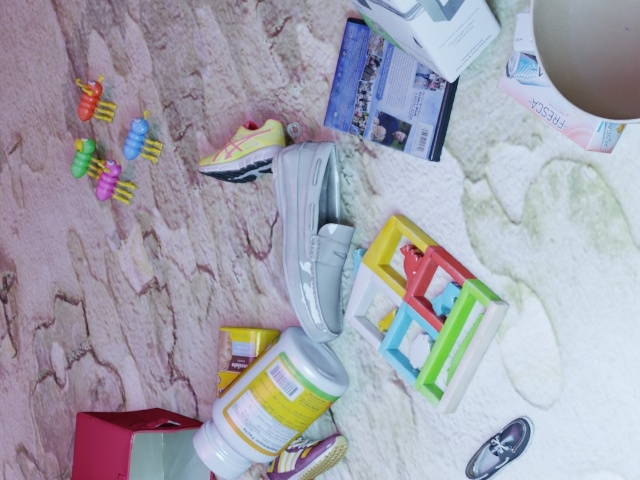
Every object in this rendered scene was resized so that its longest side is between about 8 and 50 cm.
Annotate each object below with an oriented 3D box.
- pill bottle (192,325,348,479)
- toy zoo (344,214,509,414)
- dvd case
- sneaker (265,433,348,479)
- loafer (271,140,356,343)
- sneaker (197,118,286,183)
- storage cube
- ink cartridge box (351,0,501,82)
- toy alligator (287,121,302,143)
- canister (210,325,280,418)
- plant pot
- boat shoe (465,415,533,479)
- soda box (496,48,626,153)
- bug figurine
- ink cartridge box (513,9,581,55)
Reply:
[{"bbox_3d":[-0.084,0.262,1.945,0.245,0.136,0.136,-45,55,15],"label":"pill bottle"},{"bbox_3d":[0.137,0.094,1.834,0.293,0.030,0.192,44,119,40],"label":"toy zoo"},{"bbox_3d":[0.109,-0.235,1.891,0.253,0.022,0.180,24,104,46],"label":"dvd case"},{"bbox_3d":[-0.031,0.344,1.979,0.185,0.069,0.084,-45,62,35],"label":"sneaker"},{"bbox_3d":[0.000,0.000,1.934,0.111,0.112,0.320,-11,87,25],"label":"loafer"},{"bbox_3d":[-0.130,-0.156,2.120,0.208,0.081,0.094,-10,73,41],"label":"sneaker"},{"bbox_3d":[-0.321,0.413,2.212,0.193,0.183,0.215,8,94,48],"label":"storage cube"},{"bbox_3d":[0.107,-0.372,1.704,0.115,0.273,0.198,-46,49,-2],"label":"ink cartridge box"},{"bbox_3d":[-0.039,-0.097,2.030,0.051,0.056,0.190,108,160,-85],"label":"toy alligator"},{"bbox_3d":[-0.124,0.233,2.087,0.126,0.073,0.170,0,86,48],"label":"canister"},{"bbox_3d":[0.414,-0.268,1.428,0.284,0.190,0.284,-3,86,49],"label":"plant pot"},{"bbox_3d":[0.244,0.288,1.699,0.125,0.038,0.046,-51,53,34],"label":"boat shoe"},{"bbox_3d":[0.319,-0.185,1.628,0.183,0.058,0.063,43,119,39],"label":"soda box"},{"bbox_3d":[-0.425,-0.196,2.445,0.279,0.072,0.216,37,115,42],"label":"bug figurine"},{"bbox_3d":[0.320,-0.260,1.583,0.088,0.122,0.052,8,94,48],"label":"ink cartridge box"}]
